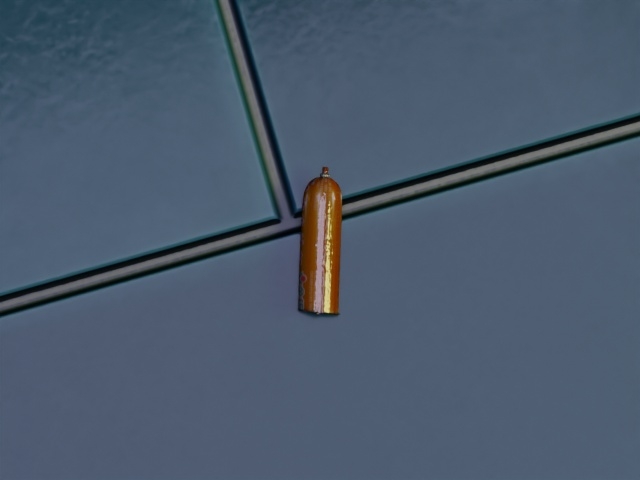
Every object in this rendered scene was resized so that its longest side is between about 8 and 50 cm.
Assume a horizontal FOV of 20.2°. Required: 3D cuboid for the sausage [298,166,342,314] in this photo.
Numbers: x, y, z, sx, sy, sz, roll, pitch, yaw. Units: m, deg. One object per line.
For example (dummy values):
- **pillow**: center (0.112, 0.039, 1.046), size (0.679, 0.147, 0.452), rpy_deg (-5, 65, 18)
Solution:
- **sausage**: center (0.000, 0.000, 1.299), size (0.031, 0.031, 0.107), rpy_deg (1, 86, -1)
